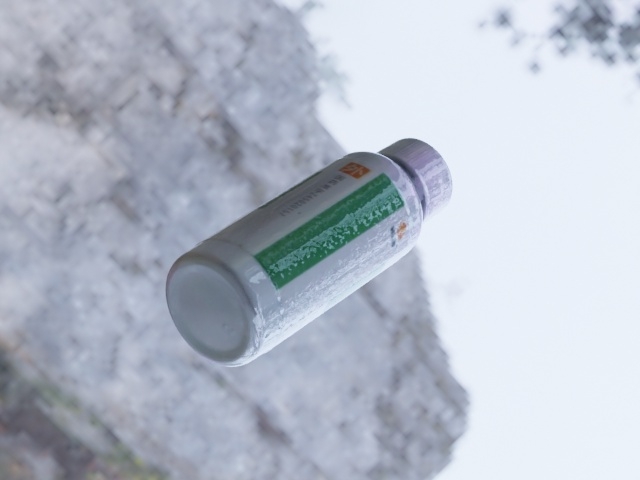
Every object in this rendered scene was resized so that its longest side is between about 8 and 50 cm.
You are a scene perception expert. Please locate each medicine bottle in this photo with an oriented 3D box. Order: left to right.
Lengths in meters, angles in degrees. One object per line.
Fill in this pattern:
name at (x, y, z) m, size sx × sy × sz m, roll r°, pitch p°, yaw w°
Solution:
medicine bottle at (0.000, 0.000, 1.430) m, size 0.095 × 0.095 × 0.260 m, roll -20°, pitch -171°, yaw 48°
